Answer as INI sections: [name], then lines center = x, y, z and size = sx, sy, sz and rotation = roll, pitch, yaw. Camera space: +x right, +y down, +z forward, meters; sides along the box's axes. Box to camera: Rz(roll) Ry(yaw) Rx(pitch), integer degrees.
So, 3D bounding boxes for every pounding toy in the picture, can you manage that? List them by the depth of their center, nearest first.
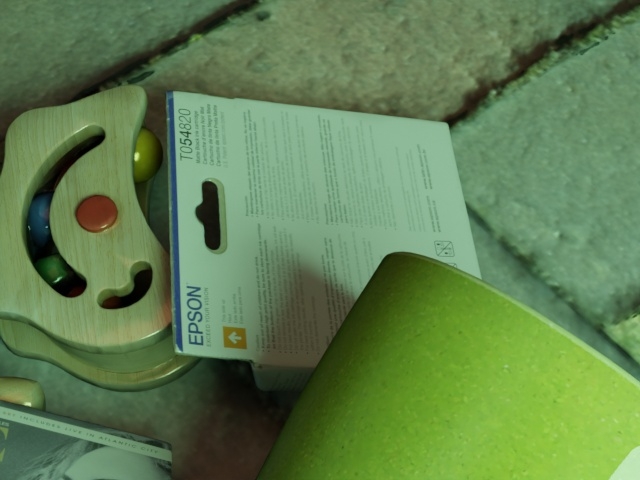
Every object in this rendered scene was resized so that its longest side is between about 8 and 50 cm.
[pounding toy]
center = -0.154, 0.002, 0.711
size = 0.154, 0.155, 0.270
rotation = 1, 59, 3

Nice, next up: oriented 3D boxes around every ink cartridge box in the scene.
[ink cartridge box]
center = 0.000, 0.000, 0.742
size = 0.224, 0.045, 0.223
rotation = 6, 54, -17

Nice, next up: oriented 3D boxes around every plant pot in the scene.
[plant pot]
center = 0.046, 0.204, 0.530
size = 0.274, 0.275, 0.293
rotation = 37, 80, 23

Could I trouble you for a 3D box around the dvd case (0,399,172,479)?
[dvd case]
center = -0.156, 0.152, 0.543
size = 0.164, 0.018, 0.221
rotation = 18, 20, -15
